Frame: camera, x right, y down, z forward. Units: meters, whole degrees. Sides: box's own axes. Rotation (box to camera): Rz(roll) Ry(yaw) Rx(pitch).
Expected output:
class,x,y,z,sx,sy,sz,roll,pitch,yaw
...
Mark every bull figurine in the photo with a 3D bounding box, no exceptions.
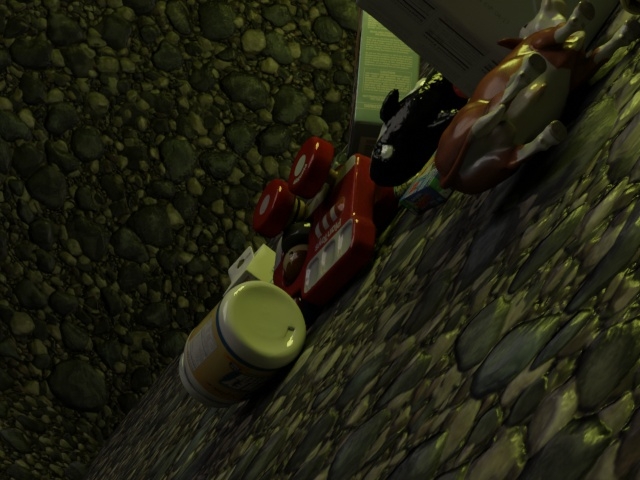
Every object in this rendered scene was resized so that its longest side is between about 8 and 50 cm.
class,x,y,z,sx,sy,sz,roll,pitch,yaw
bull figurine,0.236,-0.172,1.259,0.310,0.101,0.188,-55,8,-30

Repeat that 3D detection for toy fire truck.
class,x,y,z,sx,sy,sz,roll,pitch,yaw
toy fire truck,0.000,0.000,1.873,0.302,0.169,0.253,-46,27,44

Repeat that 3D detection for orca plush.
class,x,y,z,sx,sy,sz,roll,pitch,yaw
orca plush,0.197,-0.188,1.775,0.287,0.151,0.102,-37,31,-20

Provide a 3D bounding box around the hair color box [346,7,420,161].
class,x,y,z,sx,sy,sz,roll,pitch,yaw
hair color box,0.120,-0.331,2.107,0.185,0.114,0.374,99,177,-67

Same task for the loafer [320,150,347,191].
class,x,y,z,sx,sy,sz,roll,pitch,yaw
loafer,0.047,-0.093,2.164,0.095,0.109,0.302,-56,-3,22

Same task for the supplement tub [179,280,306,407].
class,x,y,z,sx,sy,sz,roll,pitch,yaw
supplement tub,-0.126,0.167,1.798,0.199,0.144,0.144,-46,8,47

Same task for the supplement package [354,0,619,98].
class,x,y,z,sx,sy,sz,roll,pitch,yaw
supplement package,0.219,-0.317,1.482,0.204,0.262,0.145,-53,7,-17

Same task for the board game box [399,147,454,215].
class,x,y,z,sx,sy,sz,roll,pitch,yaw
board game box,0.199,-0.132,1.640,0.201,0.035,0.136,-53,6,-13

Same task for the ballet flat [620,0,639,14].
class,x,y,z,sx,sy,sz,roll,pitch,yaw
ballet flat,0.372,-0.296,1.156,0.086,0.086,0.248,-54,5,-19

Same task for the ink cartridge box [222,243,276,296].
class,x,y,z,sx,sy,sz,roll,pitch,yaw
ink cartridge box,-0.101,0.086,2.096,0.092,0.143,0.090,-48,7,37

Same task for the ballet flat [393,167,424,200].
class,x,y,z,sx,sy,sz,roll,pitch,yaw
ballet flat,0.147,-0.103,1.859,0.041,0.041,0.114,-48,8,33

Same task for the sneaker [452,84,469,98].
class,x,y,z,sx,sy,sz,roll,pitch,yaw
sneaker,0.285,-0.289,1.643,0.221,0.128,0.087,-64,27,13
